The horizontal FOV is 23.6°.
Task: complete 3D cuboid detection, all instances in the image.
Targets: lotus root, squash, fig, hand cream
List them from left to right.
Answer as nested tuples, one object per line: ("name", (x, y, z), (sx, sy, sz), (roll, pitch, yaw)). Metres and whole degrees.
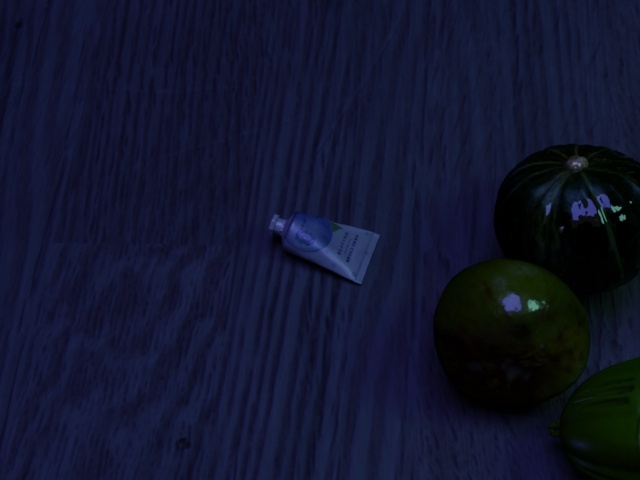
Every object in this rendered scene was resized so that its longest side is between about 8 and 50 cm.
("hand cream", (0.000, 0.000, 2.011), (0.142, 0.053, 0.084), (19, 56, 6))
("fig", (0.222, 0.105, 1.840), (0.181, 0.181, 0.191), (-24, 34, -12))
("squash", (0.321, -0.026, 1.912), (0.218, 0.172, 0.218), (1, 22, -1))
("lotus root", (0.340, 0.219, 1.760), (0.186, 0.186, 0.186), (-2, 54, 3))
